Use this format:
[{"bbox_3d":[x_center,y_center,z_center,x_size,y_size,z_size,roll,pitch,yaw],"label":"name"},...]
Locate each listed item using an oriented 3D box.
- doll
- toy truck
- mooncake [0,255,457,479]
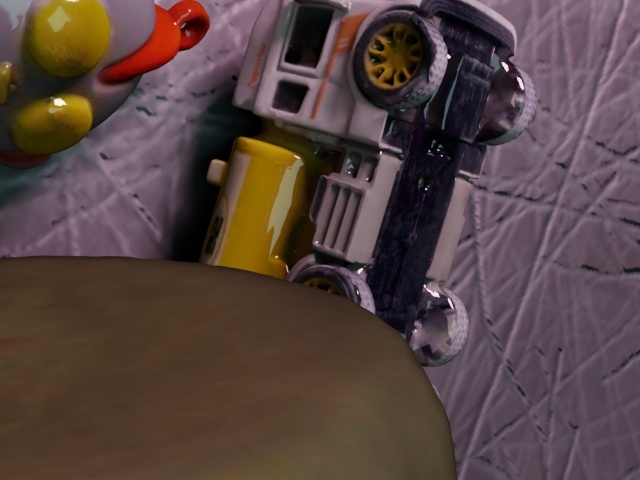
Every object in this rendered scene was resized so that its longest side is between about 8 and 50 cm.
[{"bbox_3d":[-0.149,-0.072,0.507,0.245,0.076,0.142,-6,135,-31],"label":"doll"},{"bbox_3d":[0.000,0.000,0.587,0.098,0.114,0.227,12,96,-55],"label":"toy truck"},{"bbox_3d":[-0.127,0.123,0.416,0.351,0.351,0.187,-11,102,-25],"label":"mooncake"}]
